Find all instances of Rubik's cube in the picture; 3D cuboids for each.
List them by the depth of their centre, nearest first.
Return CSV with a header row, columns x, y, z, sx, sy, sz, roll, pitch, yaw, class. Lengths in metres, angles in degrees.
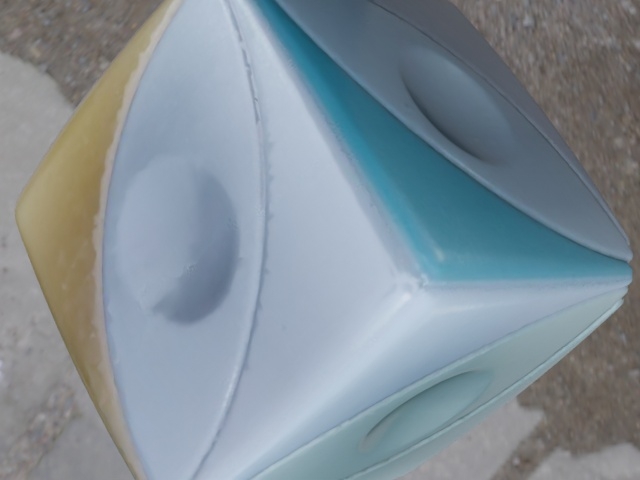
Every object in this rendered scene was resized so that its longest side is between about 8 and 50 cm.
x,y,z,sx,sy,sz,roll,pitch,yaw,class
0.000,0.000,1.251,0.347,0.351,0.352,-44,62,30,Rubik's cube
